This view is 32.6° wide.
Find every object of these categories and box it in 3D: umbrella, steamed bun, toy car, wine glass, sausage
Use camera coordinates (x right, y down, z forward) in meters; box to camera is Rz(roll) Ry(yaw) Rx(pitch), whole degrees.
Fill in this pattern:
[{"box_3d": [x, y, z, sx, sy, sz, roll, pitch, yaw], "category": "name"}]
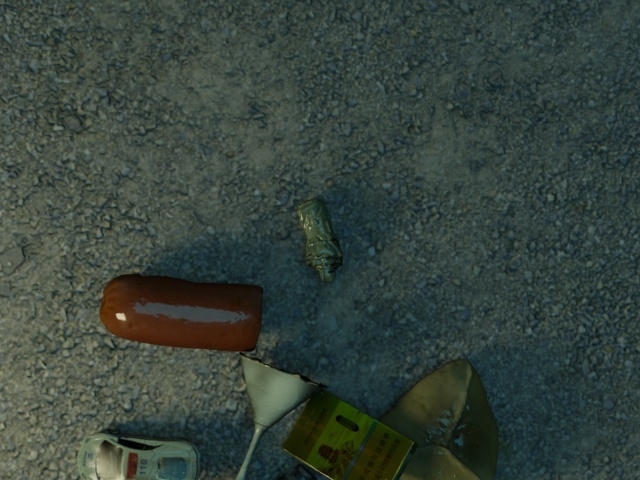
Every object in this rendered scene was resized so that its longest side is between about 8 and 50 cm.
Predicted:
[{"box_3d": [0.000, 0.000, 1.822, 0.067, 0.062, 0.143, -8, 82, -28], "category": "umbrella"}, {"box_3d": [0.217, 0.332, 1.806, 0.231, 0.110, 0.212, -43, 93, -6], "category": "steamed bun"}, {"box_3d": [-0.290, 0.356, 1.741, 0.205, 0.056, 0.095, 5, 86, 7], "category": "toy car"}, {"box_3d": [-0.100, 0.310, 1.741, 0.156, 0.156, 0.232, 22, 83, -6], "category": "wine glass"}, {"box_3d": [-0.222, 0.116, 1.758, 0.259, 0.113, 0.113, 5, 85, -9], "category": "sausage"}]

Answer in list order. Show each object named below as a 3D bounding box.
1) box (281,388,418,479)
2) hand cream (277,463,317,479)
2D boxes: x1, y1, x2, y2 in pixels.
[{"box_3d": [0.046, 0.334, 1.774, 0.193, 0.030, 0.121, 27, 81, 26], "category": "box"}, {"box_3d": [-0.103, 0.473, 1.783, 0.088, 0.055, 0.256, 42, 88, 1], "category": "hand cream"}]
